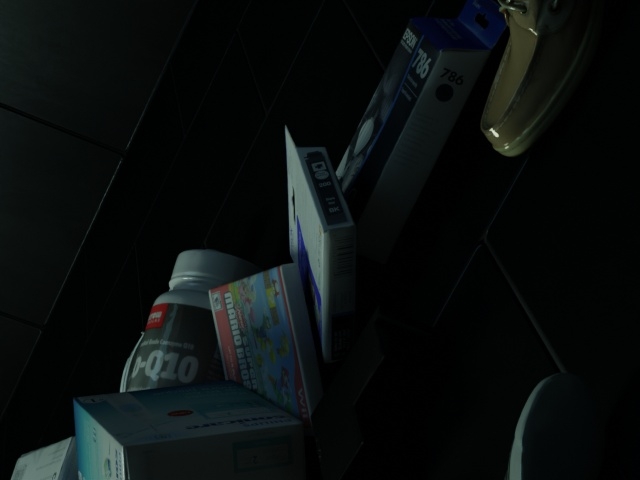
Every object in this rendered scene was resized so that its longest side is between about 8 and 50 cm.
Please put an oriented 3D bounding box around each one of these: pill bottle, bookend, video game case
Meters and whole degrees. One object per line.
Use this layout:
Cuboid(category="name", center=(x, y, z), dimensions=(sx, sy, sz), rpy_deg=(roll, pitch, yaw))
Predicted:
Cuboid(category="pill bottle", center=(-0.172, 0.166, 2.123), dimensions=(0.161, 0.161, 0.283), rpy_deg=(-30, 42, 63))
Cuboid(category="bookend", center=(0.064, 0.178, 1.576), dimensions=(0.157, 0.072, 0.156), rpy_deg=(-60, 21, 22))
Cuboid(category="video game case", center=(-0.069, 0.144, 1.922), dimensions=(0.285, 0.025, 0.204), rpy_deg=(160, 99, -67))

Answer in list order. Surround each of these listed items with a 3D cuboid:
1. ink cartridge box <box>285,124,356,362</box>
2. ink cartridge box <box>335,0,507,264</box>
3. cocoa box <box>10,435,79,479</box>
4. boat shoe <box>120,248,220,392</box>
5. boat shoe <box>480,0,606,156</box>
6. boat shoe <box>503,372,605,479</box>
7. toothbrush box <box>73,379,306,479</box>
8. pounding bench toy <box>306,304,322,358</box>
Cuboid(category="ink cartridge box", center=(0.000, 0.000, 1.818), dimensions=(0.208, 0.045, 0.206), rpy_deg=(-110, 14, -48))
Cuboid(category="ink cartridge box", center=(0.108, -0.150, 1.843), dimensions=(0.333, 0.065, 0.165), rpy_deg=(-63, 18, 14))
Cuboid(category="cocoa box", center=(-0.310, 0.423, 2.120), dimensions=(0.347, 0.228, 0.232), rpy_deg=(-29, 42, 64))
Cuboid(category="boat shoe", center=(-0.218, 0.157, 2.352), dimensions=(0.306, 0.113, 0.105), rpy_deg=(-60, 3, -3))
Cuboid(category="boat shoe", center=(0.225, -0.253, 1.541), dimensions=(0.341, 0.110, 0.121), rpy_deg=(-68, 18, 1))
Cuboid(category="boat shoe", center=(0.169, 0.213, 1.227), dimensions=(0.070, 0.077, 0.219), rpy_deg=(-28, 46, 62))
Cuboid(category="toothbrush box", center=(-0.163, 0.261, 1.847), dimensions=(0.295, 0.216, 0.126), rpy_deg=(-162, 69, -70))
Cuboid(category="pounding bench toy", center=(-0.018, 0.115, 1.915), dimensions=(0.083, 0.052, 0.065), rpy_deg=(-22, 49, 66))
